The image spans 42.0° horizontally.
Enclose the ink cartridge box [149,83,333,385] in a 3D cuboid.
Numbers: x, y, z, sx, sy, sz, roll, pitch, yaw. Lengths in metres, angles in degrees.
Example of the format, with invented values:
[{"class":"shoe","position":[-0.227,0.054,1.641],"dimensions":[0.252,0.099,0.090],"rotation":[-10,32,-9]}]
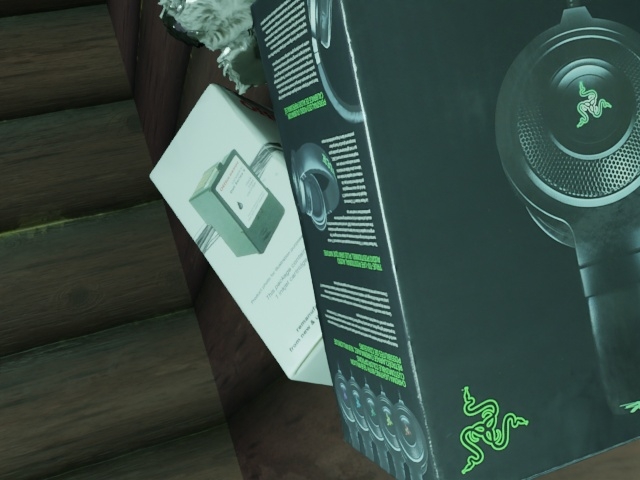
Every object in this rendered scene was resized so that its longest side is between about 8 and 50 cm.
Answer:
[{"class":"ink cartridge box","position":[0.000,0.000,0.787],"dimensions":[0.121,0.211,0.289],"rotation":[-53,50,15]}]

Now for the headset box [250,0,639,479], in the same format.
[{"class":"headset box","position":[0.119,-0.021,0.461],"dimensions":[0.131,0.246,0.283],"rotation":[-175,73,-71]}]

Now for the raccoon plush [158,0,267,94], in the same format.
[{"class":"raccoon plush","position":[-0.006,-0.349,0.823],"dimensions":[0.446,0.216,0.299],"rotation":[-54,31,29]}]
